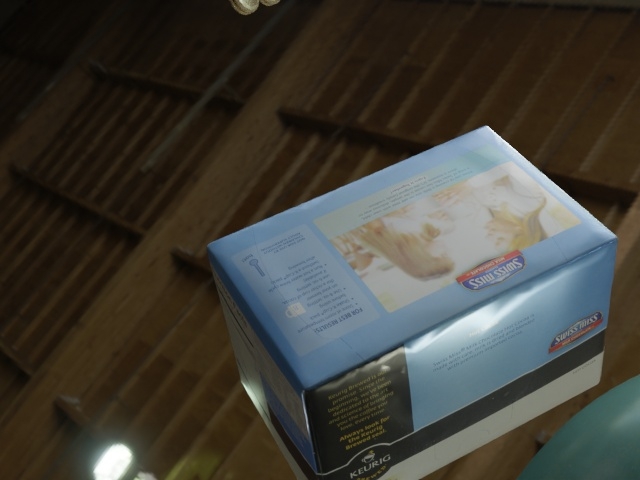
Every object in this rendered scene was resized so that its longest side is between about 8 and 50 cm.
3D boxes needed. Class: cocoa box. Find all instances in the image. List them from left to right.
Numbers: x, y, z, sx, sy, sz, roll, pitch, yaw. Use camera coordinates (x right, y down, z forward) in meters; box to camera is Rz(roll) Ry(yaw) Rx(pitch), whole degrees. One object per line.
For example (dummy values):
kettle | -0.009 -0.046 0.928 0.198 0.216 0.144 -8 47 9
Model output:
cocoa box | 0.095 0.078 1.007 0.347 0.228 0.231 -24 -135 -16

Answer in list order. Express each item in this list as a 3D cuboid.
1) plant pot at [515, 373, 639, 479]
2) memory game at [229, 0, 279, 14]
plant pot | 0.238 0.225 0.609 0.293 0.293 0.235 18 -105 50
memory game | -0.081 -0.278 0.802 0.012 0.186 0.186 -13 -135 33
